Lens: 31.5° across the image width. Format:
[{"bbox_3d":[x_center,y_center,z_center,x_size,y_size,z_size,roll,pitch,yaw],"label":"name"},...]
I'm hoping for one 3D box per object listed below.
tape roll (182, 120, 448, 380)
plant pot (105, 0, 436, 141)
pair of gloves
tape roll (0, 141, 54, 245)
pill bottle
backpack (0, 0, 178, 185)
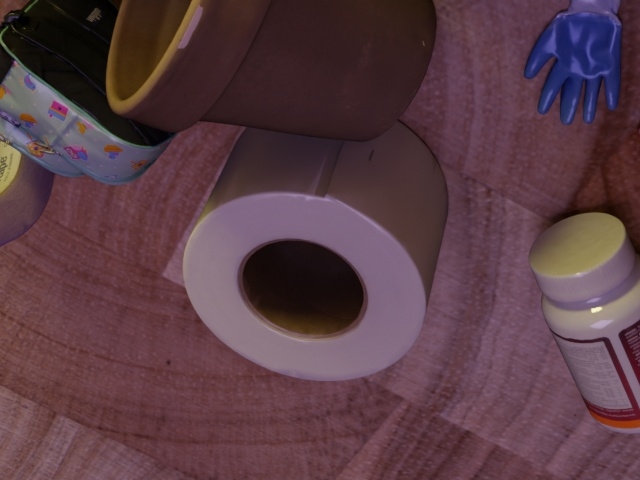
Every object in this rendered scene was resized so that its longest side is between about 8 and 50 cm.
[{"bbox_3d":[0.000,0.000,1.159,0.246,0.169,0.246,8,129,10],"label":"tape roll"},{"bbox_3d":[-0.033,-0.193,0.988,0.229,0.263,0.263,20,134,-26],"label":"plant pot"},{"bbox_3d":[0.293,-0.163,1.040,0.198,0.023,0.159,14,131,5],"label":"pair of gloves"},{"bbox_3d":[-0.389,-0.111,1.108,0.090,0.274,0.274,-20,120,29],"label":"tape roll"},{"bbox_3d":[0.301,0.086,1.175,0.121,0.121,0.221,-15,122,26],"label":"pill bottle"},{"bbox_3d":[-0.224,-0.143,1.108,0.188,0.166,0.144,33,131,-7],"label":"backpack"}]
